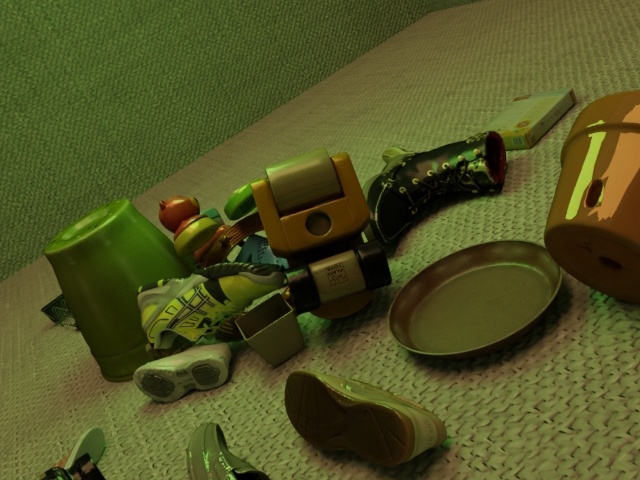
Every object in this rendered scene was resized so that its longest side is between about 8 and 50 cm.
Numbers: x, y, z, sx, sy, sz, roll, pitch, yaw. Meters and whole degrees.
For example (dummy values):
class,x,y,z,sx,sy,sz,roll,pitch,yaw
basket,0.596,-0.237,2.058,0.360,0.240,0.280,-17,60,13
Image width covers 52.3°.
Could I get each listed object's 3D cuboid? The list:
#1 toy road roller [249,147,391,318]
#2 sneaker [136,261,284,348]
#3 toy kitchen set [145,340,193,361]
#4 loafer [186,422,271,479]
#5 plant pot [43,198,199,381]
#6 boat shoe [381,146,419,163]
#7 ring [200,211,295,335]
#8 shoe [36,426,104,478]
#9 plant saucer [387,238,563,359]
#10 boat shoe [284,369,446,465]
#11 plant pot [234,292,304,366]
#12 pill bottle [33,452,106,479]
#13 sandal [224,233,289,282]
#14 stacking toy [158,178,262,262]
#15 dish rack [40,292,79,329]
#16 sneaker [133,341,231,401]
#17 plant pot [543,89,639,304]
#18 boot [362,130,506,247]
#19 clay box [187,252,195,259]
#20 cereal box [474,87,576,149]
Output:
class,x,y,z,sx,sy,sz,roll,pitch,yaw
toy road roller,0.000,0.000,1.341,0.202,0.329,0.240,-18,-11,-4
sneaker,-0.230,0.138,1.407,0.385,0.147,0.145,-18,-15,32
toy kitchen set,-0.341,0.256,1.492,0.083,0.075,0.068,-36,24,-6
loafer,-0.123,0.373,0.953,0.111,0.112,0.319,-27,29,-7
plant pot,-0.491,0.098,1.644,0.366,0.353,0.366,-25,22,11
boat shoe,0.223,-0.221,1.863,0.072,0.068,0.190,-46,26,-11
ring,-0.154,0.063,1.539,0.337,0.032,0.336,-14,55,22
shoe,-0.500,0.447,1.288,0.081,0.063,0.178,-14,30,21
plant saucer,0.267,0.105,1.126,0.311,0.050,0.310,-25,22,11
boat shoe,0.055,0.263,0.994,0.098,0.109,0.302,4,-2,-38
plant pot,-0.094,0.187,1.317,0.109,0.096,0.109,-32,23,-9
pill bottle,-0.472,0.471,1.117,0.219,0.122,0.123,-34,22,-27
sandal,-0.148,0.041,1.647,0.317,0.138,0.126,-14,24,28
stacking toy,-0.270,-0.081,1.678,0.279,0.130,0.309,-40,-8,-6
dish rack,-0.769,0.199,2.129,0.271,0.074,0.208,0,37,50
sneaker,-0.288,0.274,1.400,0.232,0.090,0.115,-12,20,17
plant pot,0.463,-0.041,0.948,0.203,0.291,0.291,-55,29,-15
boot,0.267,-0.129,1.527,0.284,0.138,0.377,-14,21,33
clay box,-0.395,0.044,1.921,0.127,0.053,0.222,-24,-6,9
cereal box,0.534,-0.316,1.710,0.240,0.047,0.173,-40,25,-27
